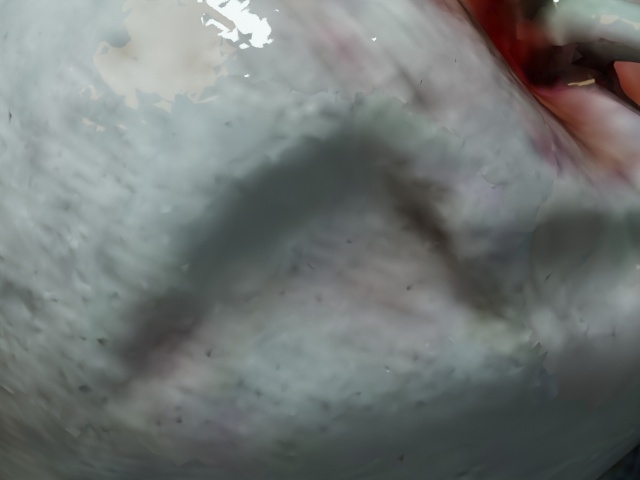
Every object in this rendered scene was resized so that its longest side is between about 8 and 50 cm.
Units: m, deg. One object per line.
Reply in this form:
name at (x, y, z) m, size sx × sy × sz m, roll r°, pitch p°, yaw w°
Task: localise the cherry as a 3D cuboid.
cherry at (-0.008, 0.001, 0.520) m, size 0.335 × 0.326 × 0.291 m, roll -42°, pitch 69°, yaw 11°
